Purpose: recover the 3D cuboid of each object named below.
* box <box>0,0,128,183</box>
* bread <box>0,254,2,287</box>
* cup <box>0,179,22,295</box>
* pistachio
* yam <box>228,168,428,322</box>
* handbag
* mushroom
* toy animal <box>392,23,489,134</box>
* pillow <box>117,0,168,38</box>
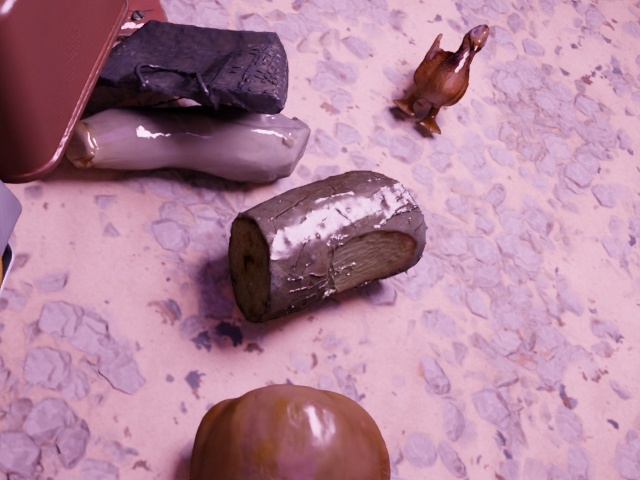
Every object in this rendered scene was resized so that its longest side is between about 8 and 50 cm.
[{"bbox_3d":[-0.385,-0.274,1.245,0.239,0.229,0.339,8,53,7],"label":"box"},{"bbox_3d":[-0.468,0.135,0.975,0.245,0.329,0.424,44,52,-42],"label":"bread"},{"bbox_3d":[-0.384,0.006,1.202,0.128,0.095,0.129,54,35,-37],"label":"cup"},{"bbox_3d":[-0.033,0.276,1.166,0.212,0.163,0.261,-3,57,8],"label":"pistachio"},{"bbox_3d":[0.000,0.000,1.385,0.254,0.154,0.154,-19,69,-32],"label":"yam"},{"bbox_3d":[-0.158,-0.208,1.393,0.270,0.089,0.175,8,27,10],"label":"handbag"},{"bbox_3d":[-0.165,-0.127,1.412,0.351,0.097,0.109,-1,37,-26],"label":"mushroom"},{"bbox_3d":[0.191,-0.259,1.650,0.089,0.179,0.188,31,23,-9],"label":"toy animal"},{"bbox_3d":[-0.324,-0.322,1.488,0.232,0.043,0.126,-7,62,-31],"label":"pillow"}]
